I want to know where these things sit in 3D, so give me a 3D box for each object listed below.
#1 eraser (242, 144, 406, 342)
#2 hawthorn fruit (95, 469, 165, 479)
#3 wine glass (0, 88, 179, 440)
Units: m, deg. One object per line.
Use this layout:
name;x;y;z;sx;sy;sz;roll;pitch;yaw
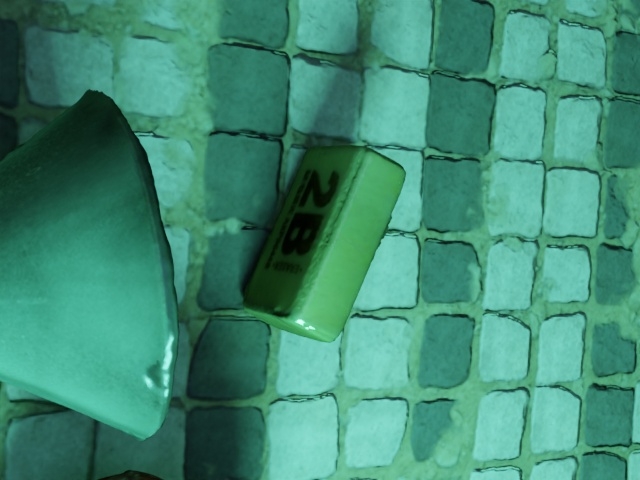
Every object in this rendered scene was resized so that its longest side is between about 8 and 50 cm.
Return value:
eraser;0.000;0.000;0.915;0.058;0.117;0.172;28;80;-29
hawthorn fruit;-0.123;0.298;0.778;0.242;0.272;0.241;3;83;-27
wine glass;-0.324;0.038;0.660;0.406;0.267;0.267;-6;97;-26
